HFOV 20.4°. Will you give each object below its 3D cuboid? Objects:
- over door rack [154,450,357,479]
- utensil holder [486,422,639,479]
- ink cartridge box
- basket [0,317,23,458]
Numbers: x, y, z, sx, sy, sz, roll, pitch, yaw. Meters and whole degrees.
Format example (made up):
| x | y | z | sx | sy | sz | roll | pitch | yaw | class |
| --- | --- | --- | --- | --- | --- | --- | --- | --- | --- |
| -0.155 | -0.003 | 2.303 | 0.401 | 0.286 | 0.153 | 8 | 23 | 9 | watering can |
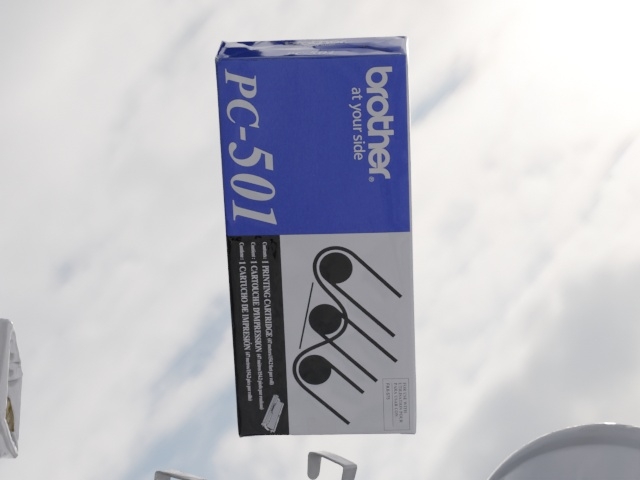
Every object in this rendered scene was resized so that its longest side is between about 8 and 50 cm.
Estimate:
| x | y | z | sx | sy | sz | roll | pitch | yaw | class |
| --- | --- | --- | --- | --- | --- | --- | --- | --- | --- |
| -0.034 | 0.370 | 1.716 | 0.108 | 0.324 | 0.239 | -10 | -8 | 41 | over door rack |
| 0.271 | 0.415 | 1.800 | 0.327 | 0.327 | 0.385 | -61 | -4 | 27 | utensil holder |
| 0.000 | 0.000 | 0.925 | 0.046 | 0.097 | 0.207 | -82 | -9 | -71 | ink cartridge box |
| -0.377 | 0.159 | 1.901 | 0.103 | 0.113 | 0.167 | 2 | -23 | -4 | basket |
